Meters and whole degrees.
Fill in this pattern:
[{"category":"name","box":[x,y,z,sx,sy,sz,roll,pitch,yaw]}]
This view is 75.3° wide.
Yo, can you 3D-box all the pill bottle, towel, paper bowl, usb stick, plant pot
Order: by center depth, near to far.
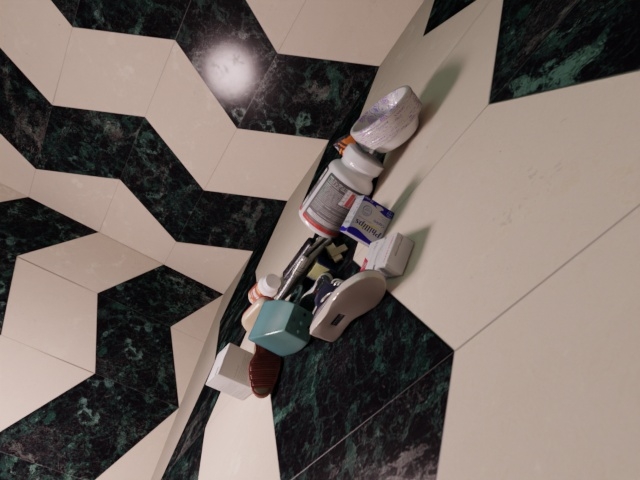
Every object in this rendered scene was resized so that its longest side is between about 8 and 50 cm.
[{"category":"plant pot","box":[-0.124,0.319,1.536,0.234,0.165,0.165,-25,37,55]},{"category":"paper bowl","box":[0.269,-0.456,1.622,0.284,0.148,0.284,-36,21,16]},{"category":"pill bottle","box":[0.085,-0.203,1.712,0.363,0.210,0.210,-53,16,24]},{"category":"towel","box":[-0.073,0.132,1.762,0.312,0.056,0.324,-58,-5,25]},{"category":"usb stick","box":[-0.113,0.096,2.129,0.278,0.045,0.077,-52,24,28]},{"category":"pill bottle","box":[-0.305,0.270,2.286,0.216,0.121,0.121,-46,20,45]}]

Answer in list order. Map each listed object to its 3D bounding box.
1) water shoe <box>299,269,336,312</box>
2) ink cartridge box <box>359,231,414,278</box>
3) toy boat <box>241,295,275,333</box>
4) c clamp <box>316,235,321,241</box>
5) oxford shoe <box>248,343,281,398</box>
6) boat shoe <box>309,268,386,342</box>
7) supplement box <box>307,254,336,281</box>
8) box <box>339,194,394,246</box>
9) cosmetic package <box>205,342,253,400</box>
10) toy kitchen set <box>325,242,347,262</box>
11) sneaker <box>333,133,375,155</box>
[{"category":"water shoe","box":[-0.005,0.196,1.571,0.203,0.073,0.080,-52,-10,29]},{"category":"ink cartridge box","box":[0.186,0.050,1.179,0.150,0.063,0.109,-27,36,64]},{"category":"toy boat","box":[-0.264,0.346,1.964,0.231,0.151,0.151,-46,3,25]},{"category":"c clamp","box":[0.000,0.000,1.979,0.137,0.022,0.160,-63,14,-11]},{"category":"oxford shoe","box":[-0.218,0.497,1.652,0.348,0.123,0.130,-92,6,-59]},{"category":"boat shoe","box":[0.070,0.155,1.235,0.340,0.127,0.158,-50,25,37]},{"category":"supplement box","box":[0.004,0.117,1.619,0.083,0.083,0.056,-55,14,24]},{"category":"box","box":[0.154,-0.061,1.376,0.137,0.126,0.072,-62,16,-5]},{"category":"cosmetic package","box":[-0.366,0.569,1.795,0.151,0.183,0.151,-47,19,41]},{"category":"toy kitchen set","box":[0.073,0.056,1.629,0.068,0.075,0.083,-26,52,-8]},{"category":"sneaker","box":[0.119,-0.387,2.007,0.321,0.180,0.124,-57,15,13]}]
